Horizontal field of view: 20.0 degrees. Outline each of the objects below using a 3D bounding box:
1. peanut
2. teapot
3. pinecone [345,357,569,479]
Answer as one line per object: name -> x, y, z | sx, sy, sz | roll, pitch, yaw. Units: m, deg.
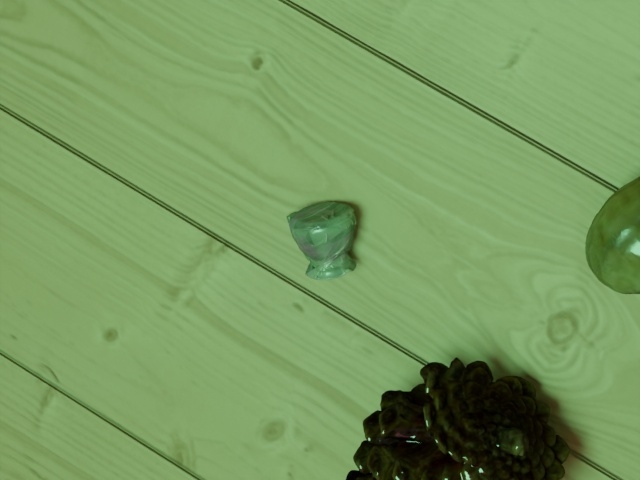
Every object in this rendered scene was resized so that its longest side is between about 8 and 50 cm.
peanut -> 0.351, -0.040, 1.556 | 0.274, 0.111, 0.125 | -40, 93, 27
teapot -> 0.000, 0.000, 1.739 | 0.083, 0.064, 0.064 | 17, 124, 51
pinecone -> 0.114, 0.217, 1.693 | 0.212, 0.168, 0.185 | -41, 94, 25
